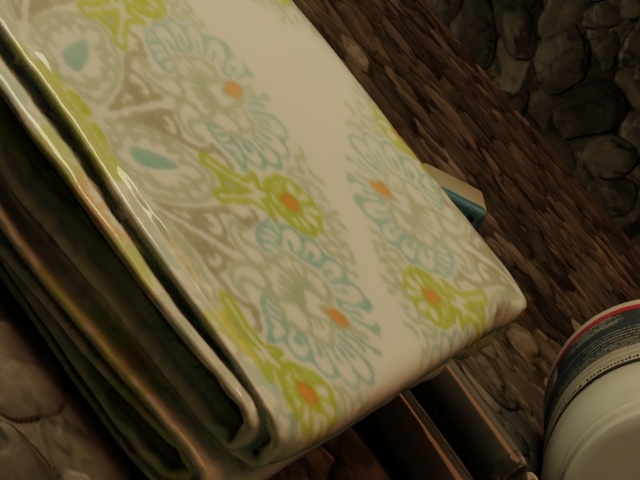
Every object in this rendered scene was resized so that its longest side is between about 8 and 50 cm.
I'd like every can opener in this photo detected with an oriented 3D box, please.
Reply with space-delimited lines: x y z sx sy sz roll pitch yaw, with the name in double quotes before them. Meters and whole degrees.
"can opener" 0.091 0.158 1.289 0.283 0.076 0.095 54 -18 16

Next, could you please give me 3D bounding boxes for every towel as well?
"towel" -0.060 -0.034 1.095 0.320 0.090 0.374 54 28 7

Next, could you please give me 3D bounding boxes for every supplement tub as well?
"supplement tub" 0.266 0.165 1.513 0.191 0.191 0.272 49 14 -6

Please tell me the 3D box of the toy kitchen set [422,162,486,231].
"toy kitchen set" 0.000 0.000 1.344 0.207 0.122 0.166 26 20 -11
